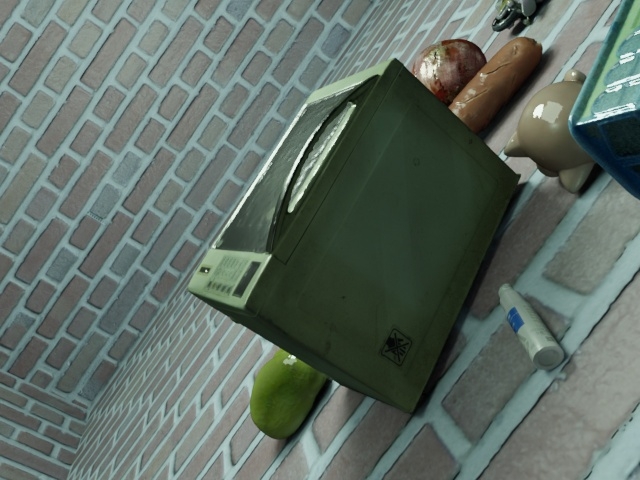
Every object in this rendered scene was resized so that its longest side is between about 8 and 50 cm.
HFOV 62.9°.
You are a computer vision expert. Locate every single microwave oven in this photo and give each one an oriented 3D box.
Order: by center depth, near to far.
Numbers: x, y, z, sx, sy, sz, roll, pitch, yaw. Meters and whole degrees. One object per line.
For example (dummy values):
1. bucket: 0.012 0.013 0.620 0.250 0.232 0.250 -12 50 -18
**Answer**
1. microwave oven: 0.048 -0.010 0.787 0.394 0.333 0.247 -60 22 -17

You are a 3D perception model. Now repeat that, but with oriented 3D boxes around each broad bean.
1. broad bean: -0.062 0.266 0.947 0.124 0.082 0.174 38 87 32

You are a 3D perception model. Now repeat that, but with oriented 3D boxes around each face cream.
1. face cream: 0.238 0.094 0.608 0.034 0.034 0.130 -48 20 21

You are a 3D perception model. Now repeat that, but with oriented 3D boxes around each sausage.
1. sausage: 0.258 -0.207 0.994 0.433 0.088 0.088 -52 19 10

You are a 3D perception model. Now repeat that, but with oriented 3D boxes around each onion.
1. onion: 0.272 -0.313 1.077 0.159 0.160 0.194 -32 59 50

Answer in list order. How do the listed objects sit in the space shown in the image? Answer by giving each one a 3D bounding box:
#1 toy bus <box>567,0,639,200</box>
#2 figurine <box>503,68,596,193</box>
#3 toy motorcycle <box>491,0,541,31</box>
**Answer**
1. toy bus: 0.408 -0.207 0.519 0.312 0.152 0.190 -61 19 -13
2. figurine: 0.324 -0.146 0.689 0.138 0.125 0.125 -63 15 18
3. toy motorcycle: 0.452 -0.546 1.113 0.152 0.073 0.225 -12 45 60
